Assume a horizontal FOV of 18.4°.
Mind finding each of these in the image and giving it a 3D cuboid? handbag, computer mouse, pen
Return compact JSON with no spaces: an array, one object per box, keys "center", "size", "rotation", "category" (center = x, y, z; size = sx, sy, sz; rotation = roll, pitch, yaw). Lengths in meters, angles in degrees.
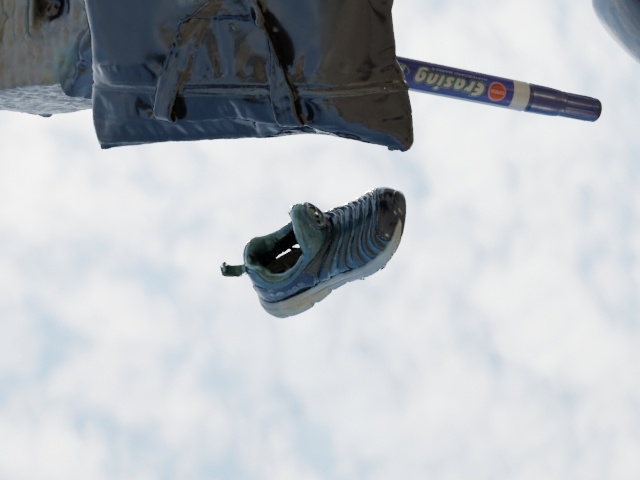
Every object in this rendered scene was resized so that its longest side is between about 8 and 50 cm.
[{"center":[-0.054,-0.162,1.336],"size":[0.089,0.254,0.211],"rotation":[-18,-74,-62],"category":"handbag"},{"center":[0.332,-0.154,1.709],"size":[0.232,0.120,0.057],"rotation":[32,-99,-1],"category":"computer mouse"},{"center":[0.111,-0.111,1.432],"size":[0.204,0.025,0.025],"rotation":[9,-125,-20],"category":"pen"}]

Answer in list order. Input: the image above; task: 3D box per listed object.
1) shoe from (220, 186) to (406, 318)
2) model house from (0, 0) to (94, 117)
[{"center":[0.000,0.000,1.418],"size":[0.071,0.143,0.064],"rotation":[37,-145,-39],"category":"shoe"},{"center":[-0.193,-0.266,1.735],"size":[0.243,0.284,0.298],"rotation":[2,-92,-56],"category":"model house"}]
